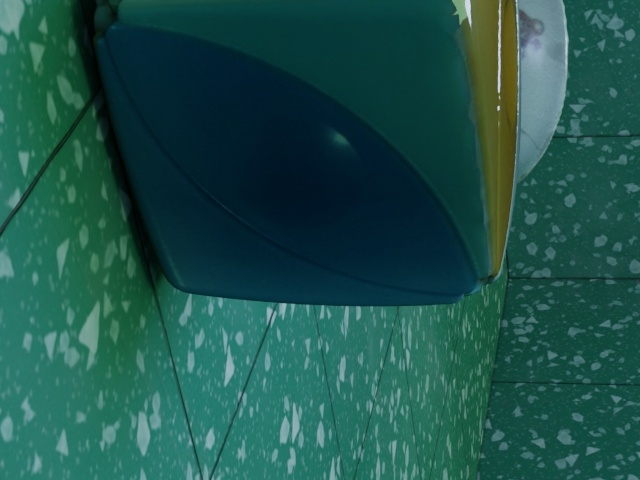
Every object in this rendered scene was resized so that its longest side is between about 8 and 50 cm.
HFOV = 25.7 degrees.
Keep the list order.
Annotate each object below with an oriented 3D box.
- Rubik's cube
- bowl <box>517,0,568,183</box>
[{"bbox_3d":[0.010,-0.165,1.357,0.347,0.352,0.352,-73,155,-50],"label":"Rubik's cube"},{"bbox_3d":[0.171,-0.278,2.178,0.196,0.435,0.434,-2,93,-32],"label":"bowl"}]
